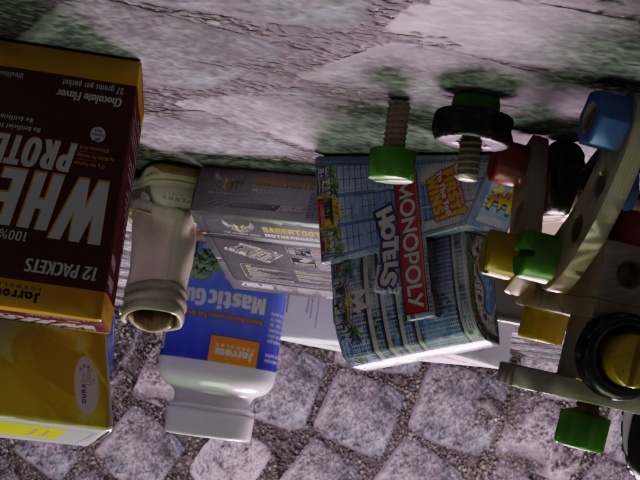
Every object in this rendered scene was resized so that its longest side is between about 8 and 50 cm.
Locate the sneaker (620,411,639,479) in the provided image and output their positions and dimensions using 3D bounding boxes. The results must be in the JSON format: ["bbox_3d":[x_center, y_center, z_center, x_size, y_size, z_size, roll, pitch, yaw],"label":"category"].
[{"bbox_3d":[0.430,0.144,1.668,0.107,0.283,0.124,46,157,-27],"label":"sneaker"}]

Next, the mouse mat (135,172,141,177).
[{"bbox_3d":[-0.253,-0.067,1.750,0.153,0.007,0.190,9,172,-10],"label":"mouse mat"}]

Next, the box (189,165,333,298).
[{"bbox_3d":[0.000,0.000,1.596,0.231,0.056,0.183,6,153,16],"label":"box"}]

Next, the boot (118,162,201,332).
[{"bbox_3d":[-0.175,0.016,1.646,0.077,0.165,0.213,8,169,-14],"label":"boot"}]

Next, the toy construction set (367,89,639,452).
[{"bbox_3d":[0.218,0.036,1.122,0.309,0.237,0.257,13,171,-36],"label":"toy construction set"}]

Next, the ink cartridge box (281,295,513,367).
[{"bbox_3d":[0.111,0.108,2.257,0.289,0.121,0.211,3,171,33],"label":"ink cartridge box"}]

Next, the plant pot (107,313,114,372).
[{"bbox_3d":[-0.358,0.021,1.701,0.236,0.212,0.236,9,172,20],"label":"plant pot"}]

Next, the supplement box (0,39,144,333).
[{"bbox_3d":[-0.215,-0.035,1.207,0.129,0.194,0.191,8,173,-5],"label":"supplement box"}]

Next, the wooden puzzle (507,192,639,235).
[{"bbox_3d":[0.264,-0.011,1.511,0.221,0.044,0.239,12,167,-28],"label":"wooden puzzle"}]

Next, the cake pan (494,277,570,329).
[{"bbox_3d":[0.232,0.052,1.739,0.293,0.054,0.293,9,-174,-1],"label":"cake pan"}]

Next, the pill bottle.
[{"bbox_3d":[-0.126,0.117,1.992,0.152,0.272,0.152,7,173,1],"label":"pill bottle"}]

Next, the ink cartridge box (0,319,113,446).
[{"bbox_3d":[-0.332,0.014,1.329,0.307,0.303,0.072,13,148,-36],"label":"ink cartridge box"}]

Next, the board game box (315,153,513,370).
[{"bbox_3d":[0.092,0.001,1.349,0.194,0.194,0.060,-16,161,36],"label":"board game box"}]
